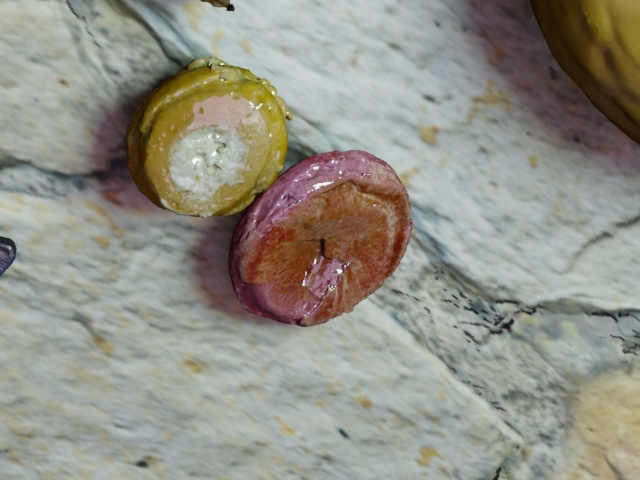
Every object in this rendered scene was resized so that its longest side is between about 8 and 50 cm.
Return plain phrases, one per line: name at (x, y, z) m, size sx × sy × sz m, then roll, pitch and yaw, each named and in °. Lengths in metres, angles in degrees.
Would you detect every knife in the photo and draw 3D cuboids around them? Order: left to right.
knife at (-0.313, 0.041, 1.233) m, size 0.121 × 0.018 × 0.031 m, roll -44°, pitch 114°, yaw 10°

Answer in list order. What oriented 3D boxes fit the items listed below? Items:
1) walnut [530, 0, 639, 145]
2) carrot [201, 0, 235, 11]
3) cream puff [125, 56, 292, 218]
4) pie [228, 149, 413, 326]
walnut at (0.350, -0.229, 1.115) m, size 0.354 × 0.308 × 0.398 m, roll -40°, pitch 119°, yaw 19°
carrot at (-0.180, -0.260, 1.098) m, size 0.263 × 0.102 × 0.102 m, roll 15°, pitch 109°, yaw -15°
cream puff at (-0.096, -0.086, 1.181) m, size 0.126 × 0.103 × 0.144 m, roll 40°, pitch 100°, yaw -20°
pie at (0.000, 0.000, 1.250) m, size 0.182 × 0.049 × 0.182 m, roll -20°, pitch 135°, yaw -21°
